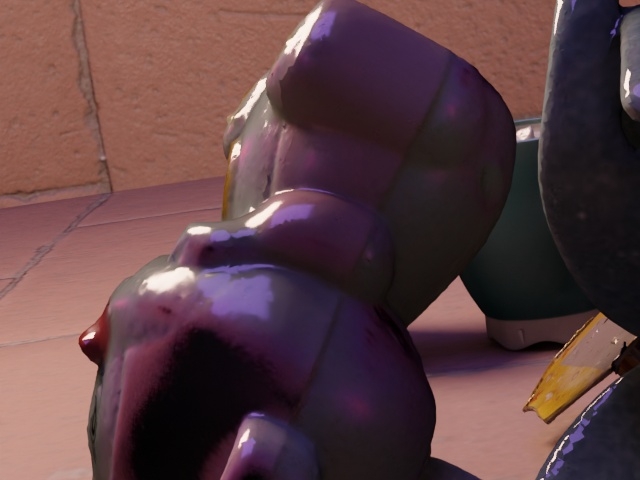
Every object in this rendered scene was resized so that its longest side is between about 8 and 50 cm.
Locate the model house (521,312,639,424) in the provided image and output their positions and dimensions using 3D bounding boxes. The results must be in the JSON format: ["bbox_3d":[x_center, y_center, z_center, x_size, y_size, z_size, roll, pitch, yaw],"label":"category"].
[{"bbox_3d":[0.246,0.076,1.090,0.207,0.136,0.219,-49,-2,-5],"label":"model house"}]

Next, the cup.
[{"bbox_3d":[0.179,-0.007,1.416,0.167,0.173,0.300,-11,9,-13],"label":"cup"}]

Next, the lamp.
[{"bbox_3d":[0.008,0.053,0.949,0.247,0.301,0.247,28,-19,-11],"label":"lamp"}]

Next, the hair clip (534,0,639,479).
[{"bbox_3d":[0.251,-0.013,0.796,0.318,0.238,0.392,4,41,12],"label":"hair clip"}]
